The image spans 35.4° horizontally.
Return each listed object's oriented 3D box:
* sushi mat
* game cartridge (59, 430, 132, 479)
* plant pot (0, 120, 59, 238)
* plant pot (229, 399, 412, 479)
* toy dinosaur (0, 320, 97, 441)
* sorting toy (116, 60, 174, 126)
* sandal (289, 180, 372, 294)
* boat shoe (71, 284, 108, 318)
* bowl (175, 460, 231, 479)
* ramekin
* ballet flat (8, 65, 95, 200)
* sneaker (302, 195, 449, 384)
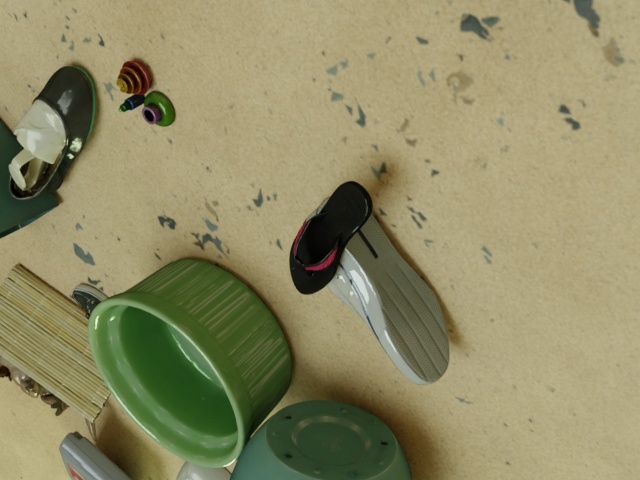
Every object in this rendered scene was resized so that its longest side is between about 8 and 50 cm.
[{"bbox_3d":[-0.477,0.178,1.786,0.316,0.151,0.019,31,176,20],"label":"sushi mat"},{"bbox_3d":[-0.424,0.488,1.990,0.196,0.060,0.294,36,155,9],"label":"game cartridge"},{"bbox_3d":[-0.579,-0.108,1.626,0.165,0.165,0.234,-21,99,49],"label":"plant pot"},{"bbox_3d":[-0.001,0.367,1.392,0.293,0.293,0.235,22,119,29],"label":"plant pot"},{"bbox_3d":[-0.525,0.257,1.908,0.295,0.127,0.200,43,153,-17],"label":"toy dinosaur"},{"bbox_3d":[-0.243,-0.188,1.340,0.061,0.042,0.102,-17,109,48],"label":"sorting toy"},{"bbox_3d":[0.000,0.000,1.161,0.067,0.040,0.179,47,135,15],"label":"sandal"},{"bbox_3d":[-0.378,0.121,1.716,0.142,0.040,0.049,28,137,23],"label":"boat shoe"},{"bbox_3d":[-0.205,0.460,1.822,0.142,0.053,0.142,44,142,7],"label":"bowl"},{"bbox_3d":[-0.187,0.175,1.499,0.303,0.148,0.303,24,135,27],"label":"ramekin"},{"bbox_3d":[-0.405,-0.142,1.485,0.095,0.096,0.280,44,140,7],"label":"ballet flat"},{"bbox_3d":[0.068,0.062,1.233,0.258,0.094,0.091,61,149,-1],"label":"sneaker"}]
